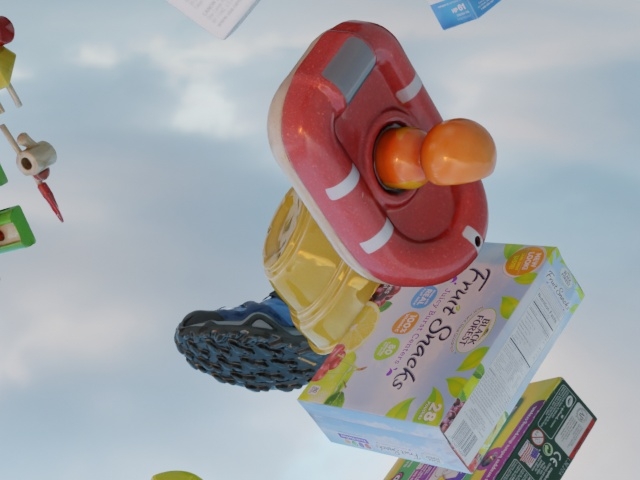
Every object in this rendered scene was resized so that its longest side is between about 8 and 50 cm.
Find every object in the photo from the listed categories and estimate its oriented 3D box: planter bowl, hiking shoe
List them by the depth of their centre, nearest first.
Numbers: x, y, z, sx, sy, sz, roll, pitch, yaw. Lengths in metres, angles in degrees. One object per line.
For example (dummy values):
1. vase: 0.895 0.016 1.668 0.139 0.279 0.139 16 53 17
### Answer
1. planter bowl: 0.000 0.000 1.404 0.090 0.217 0.217 24 -171 -19
2. hiking shoe: -0.018 0.097 1.608 0.304 0.113 0.132 -1 -135 1

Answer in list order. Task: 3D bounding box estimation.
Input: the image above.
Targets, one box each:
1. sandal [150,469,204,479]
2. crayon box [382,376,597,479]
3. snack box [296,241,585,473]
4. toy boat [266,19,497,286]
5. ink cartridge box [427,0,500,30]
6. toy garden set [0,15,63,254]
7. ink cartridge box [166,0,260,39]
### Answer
1. sandal: -0.260 0.363 1.481 0.317 0.138 0.126 -12 -141 -16
2. crayon box: 0.212 0.388 2.100 0.363 0.106 0.313 -49 -166 -34
3. snack box: 0.107 0.094 1.206 0.174 0.070 0.207 5 -130 48
4. toy boat: 0.074 -0.065 1.094 0.151 0.231 0.151 3 -131 42
5. ink cartridge box: 0.128 -0.274 1.278 0.088 0.122 0.052 -40 -163 -31
6. toy garden set: -0.349 -0.097 1.348 0.203 0.244 0.049 -13 -163 35
7. ink cartridge box: -0.147 -0.412 1.241 0.385 0.308 0.091 37 -145 -12
